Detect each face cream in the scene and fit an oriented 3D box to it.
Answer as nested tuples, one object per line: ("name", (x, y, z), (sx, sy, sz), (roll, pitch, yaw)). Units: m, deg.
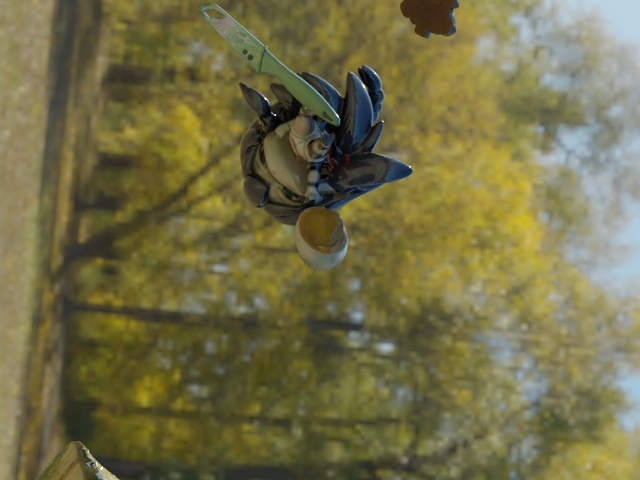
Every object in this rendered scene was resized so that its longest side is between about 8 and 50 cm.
("face cream", (0.000, 0.000, 1.931), (0.051, 0.072, 0.182), (-45, 173, -9))

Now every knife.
("knife", (-0.057, -0.194, 1.752), (0.030, 0.207, 0.014), (-49, 173, 17))

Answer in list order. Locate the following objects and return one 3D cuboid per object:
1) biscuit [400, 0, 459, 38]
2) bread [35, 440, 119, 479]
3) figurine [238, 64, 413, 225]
("biscuit", (0.128, -0.273, 1.783), (0.082, 0.016, 0.092), (29, -70, 37))
("bread", (-0.227, 0.377, 1.777), (0.168, 0.264, 0.163), (-48, -159, -5))
("figurine", (-0.003, -0.119, 2.018), (0.265, 0.197, 0.175), (-22, -107, 53))
